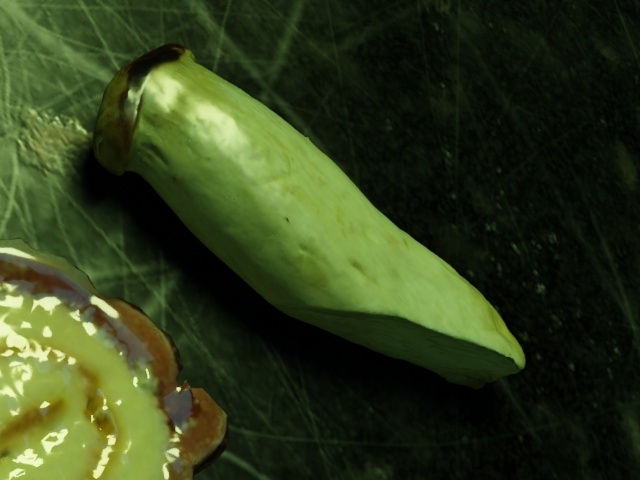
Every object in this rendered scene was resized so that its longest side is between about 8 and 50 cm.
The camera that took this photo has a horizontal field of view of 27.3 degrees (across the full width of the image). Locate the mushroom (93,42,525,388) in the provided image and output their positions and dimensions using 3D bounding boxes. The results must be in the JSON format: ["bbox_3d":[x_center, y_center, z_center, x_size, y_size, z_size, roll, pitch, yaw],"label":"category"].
[{"bbox_3d":[-0.002,0.002,0.839,0.333,0.087,0.107,41,46,-16],"label":"mushroom"}]

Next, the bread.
[{"bbox_3d":[-0.182,0.115,0.600,0.190,0.123,0.244,47,46,-6],"label":"bread"}]
